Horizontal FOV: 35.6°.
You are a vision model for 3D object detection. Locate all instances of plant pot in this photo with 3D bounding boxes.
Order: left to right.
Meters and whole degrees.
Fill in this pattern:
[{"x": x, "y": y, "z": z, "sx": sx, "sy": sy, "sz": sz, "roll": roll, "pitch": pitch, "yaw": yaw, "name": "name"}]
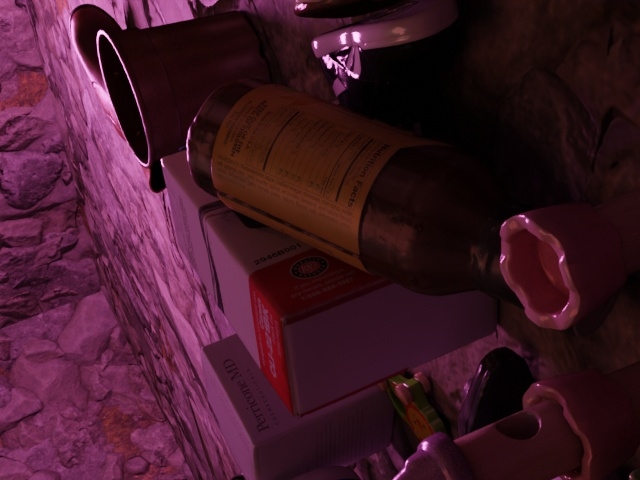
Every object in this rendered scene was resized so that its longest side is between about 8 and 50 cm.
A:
[{"x": -0.156, "y": -0.190, "z": 1.175, "sx": 0.167, "sy": 0.165, "sz": 0.167, "roll": 55, "pitch": 158, "yaw": 35, "name": "plant pot"}]

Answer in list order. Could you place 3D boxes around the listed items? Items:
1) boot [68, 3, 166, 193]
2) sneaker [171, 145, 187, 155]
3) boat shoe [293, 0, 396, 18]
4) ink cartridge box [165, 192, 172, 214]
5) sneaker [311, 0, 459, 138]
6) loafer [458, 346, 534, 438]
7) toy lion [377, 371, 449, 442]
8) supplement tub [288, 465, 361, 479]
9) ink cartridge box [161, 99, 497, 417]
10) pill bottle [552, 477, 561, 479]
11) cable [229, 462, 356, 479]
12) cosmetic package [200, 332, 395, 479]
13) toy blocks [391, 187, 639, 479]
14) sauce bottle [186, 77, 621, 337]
[{"x": -0.344, "y": -0.245, "z": 1.690, "sx": 0.280, "sy": 0.096, "sz": 0.264, "roll": -121, "pitch": 17, "yaw": -56, "name": "boot"}, {"x": -0.229, "y": -0.191, "z": 1.497, "sx": 0.086, "sy": 0.085, "sz": 0.237, "roll": 54, "pitch": 173, "yaw": -31, "name": "sneaker"}, {"x": 0.034, "y": -0.221, "z": 0.782, "sx": 0.190, "sy": 0.068, "sz": 0.072, "roll": 0, "pitch": 98, "yaw": 60, "name": "boat shoe"}, {"x": -0.186, "y": 0.006, "z": 1.646, "sx": 0.189, "sy": 0.066, "sz": 0.232, "roll": 144, "pitch": 108, "yaw": -74, "name": "ink cartridge box"}, {"x": 0.067, "y": -0.120, "z": 0.777, "sx": 0.121, "sy": 0.079, "sz": 0.217, "roll": 67, "pitch": 168, "yaw": -13, "name": "sneaker"}, {"x": 0.142, "y": 0.143, "z": 0.863, "sx": 0.170, "sy": 0.062, "sz": 0.061, "roll": 91, "pitch": 157, "yaw": -46, "name": "loafer"}, {"x": 0.102, "y": 0.184, "z": 1.071, "sx": 0.096, "sy": 0.034, "sz": 0.100, "roll": 66, "pitch": 163, "yaw": -15, "name": "toy lion"}, {"x": 0.016, "y": 0.376, "z": 1.135, "sx": 0.144, "sy": 0.144, "sz": 0.199, "roll": 97, "pitch": 150, "yaw": -55, "name": "supplement tub"}, {"x": 0.000, "y": 0.000, "z": 0.887, "sx": 0.273, "sy": 0.197, "sz": 0.114, "roll": 47, "pitch": 151, "yaw": 48, "name": "ink cartridge box"}, {"x": 0.201, "y": 0.281, "z": 0.751, "sx": 0.215, "sy": 0.117, "sz": 0.117, "roll": 71, "pitch": 162, "yaw": -4, "name": "pill bottle"}, {"x": -0.033, "y": 0.345, "z": 1.450, "sx": 0.139, "sy": 0.072, "sz": 0.287, "roll": 53, "pitch": 139, "yaw": 12, "name": "cable"}, {"x": -0.026, "y": 0.188, "z": 1.189, "sx": 0.151, "sy": 0.184, "sz": 0.151, "roll": 55, "pitch": 157, "yaw": 35, "name": "cosmetic package"}, {"x": 0.171, "y": 0.167, "z": 0.483, "sx": 0.288, "sy": 0.260, "sz": 0.309, "roll": 38, "pitch": 145, "yaw": 56, "name": "toy blocks"}, {"x": 0.052, "y": -0.026, "z": 0.728, "sx": 0.344, "sy": 0.111, "sz": 0.111, "roll": 26, "pitch": 138, "yaw": 34, "name": "sauce bottle"}]
